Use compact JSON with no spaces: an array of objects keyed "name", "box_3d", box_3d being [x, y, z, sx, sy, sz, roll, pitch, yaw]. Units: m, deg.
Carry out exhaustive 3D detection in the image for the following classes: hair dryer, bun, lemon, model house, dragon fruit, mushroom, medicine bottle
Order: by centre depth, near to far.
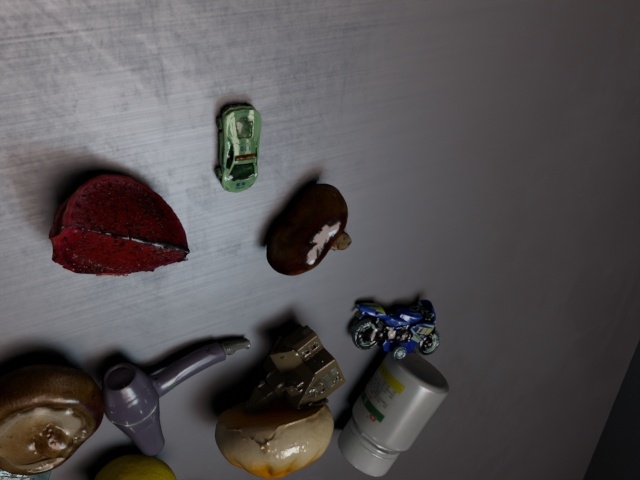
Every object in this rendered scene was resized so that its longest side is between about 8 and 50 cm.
[{"name":"dragon fruit","box_3d":[-0.369,-0.023,1.105,0.261,0.163,0.189,17,80,-43]},{"name":"mushroom","box_3d":[-0.563,0.353,1.209,0.253,0.153,0.253,-13,124,-20]},{"name":"mushroom","box_3d":[0.000,0.000,1.389,0.227,0.148,0.217,-45,149,7]},{"name":"hair dryer","box_3d":[-0.316,0.338,1.414,0.361,0.121,0.301,-28,140,-22]},{"name":"lemon","box_3d":[-0.447,0.606,1.438,0.244,0.187,0.187,4,117,-32]},{"name":"model house","box_3d":[-0.095,0.337,1.490,0.248,0.181,0.176,-36,130,-15]},{"name":"bun","box_3d":[-0.110,0.497,1.500,0.298,0.299,0.165,-9,92,-29]},{"name":"medicine bottle","box_3d":[0.208,0.510,1.794,0.208,0.208,0.340,20,107,-40]}]

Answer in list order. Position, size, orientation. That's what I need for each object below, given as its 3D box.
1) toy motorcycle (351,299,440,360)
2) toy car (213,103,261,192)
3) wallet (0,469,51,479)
[{"name":"toy motorcycle","box_3d":[0.225,0.239,1.698,0.315,0.113,0.169,11,102,-29]},{"name":"toy car","box_3d":[-0.156,-0.176,1.197,0.093,0.058,0.186,-12,125,-30]},{"name":"wallet","box_3d":[-0.756,0.559,1.245,0.342,0.075,0.237,26,89,-43]}]
